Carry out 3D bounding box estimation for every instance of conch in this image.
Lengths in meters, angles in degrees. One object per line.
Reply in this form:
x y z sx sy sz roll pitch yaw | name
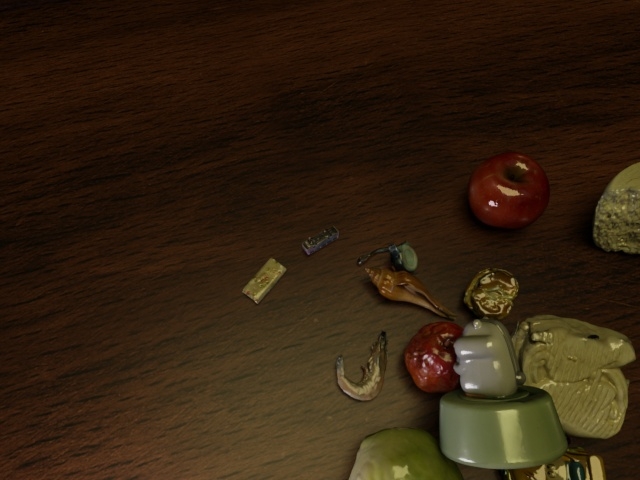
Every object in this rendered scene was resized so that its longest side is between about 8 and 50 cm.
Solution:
0.286 0.157 1.499 0.331 0.109 0.093 24 34 -5 | conch

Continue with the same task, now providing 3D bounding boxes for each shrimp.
0.126 0.360 1.419 0.152 0.046 0.219 19 65 5 | shrimp

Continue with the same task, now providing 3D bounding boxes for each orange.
0.533 0.169 1.485 0.170 0.112 0.160 -20 75 15 | orange

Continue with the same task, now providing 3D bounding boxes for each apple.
0.621 -0.165 1.592 0.261 0.216 0.260 0 63 0 | apple

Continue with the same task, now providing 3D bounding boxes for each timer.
0.413 0.346 1.160 0.291 0.291 0.315 -7 82 -4 | timer

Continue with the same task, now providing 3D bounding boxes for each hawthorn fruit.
0.346 0.313 1.335 0.208 0.243 0.207 -1 56 2 | hawthorn fruit

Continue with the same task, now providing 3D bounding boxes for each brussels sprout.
0.204 0.611 1.200 0.317 0.242 0.273 -5 88 2 | brussels sprout

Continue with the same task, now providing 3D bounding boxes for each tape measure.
0.223 0.070 1.571 0.180 0.104 0.107 -18 90 27 | tape measure

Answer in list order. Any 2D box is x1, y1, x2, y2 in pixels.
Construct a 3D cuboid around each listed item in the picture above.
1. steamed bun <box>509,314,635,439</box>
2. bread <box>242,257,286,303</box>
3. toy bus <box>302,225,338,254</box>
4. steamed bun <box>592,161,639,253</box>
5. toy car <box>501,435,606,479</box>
0.665 0.345 1.333 0.347 0.237 0.394 -35 100 4 | steamed bun
-0.180 0.128 1.537 0.068 0.028 0.153 34 66 17 | bread
0.000 0.000 1.590 0.131 0.052 0.037 -30 63 -17 | toy bus
1.013 -0.104 1.541 0.273 0.290 0.273 4 46 7 | steamed bun
0.614 0.608 1.250 0.248 0.142 0.200 4 63 -1 | toy car
